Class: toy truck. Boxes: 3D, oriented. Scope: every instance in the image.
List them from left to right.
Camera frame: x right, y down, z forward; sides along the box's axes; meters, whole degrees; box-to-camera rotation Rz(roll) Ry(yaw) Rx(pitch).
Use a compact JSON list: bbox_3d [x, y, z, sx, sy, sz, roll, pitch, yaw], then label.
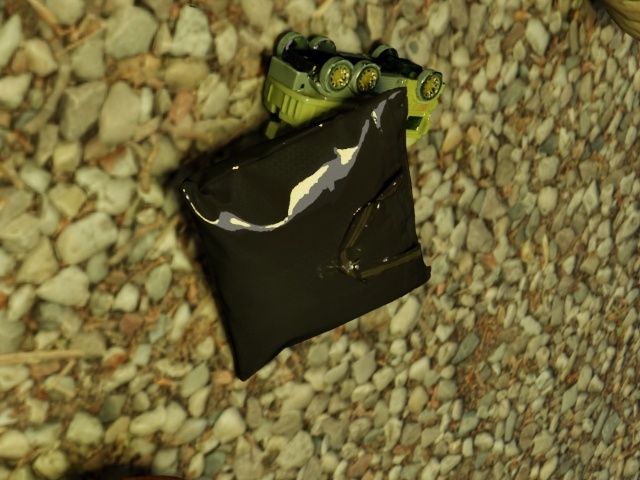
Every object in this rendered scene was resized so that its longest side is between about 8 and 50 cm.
[{"bbox_3d":[0.024,-0.119,0.951,0.169,0.077,0.100,-2,119,-44],"label":"toy truck"}]

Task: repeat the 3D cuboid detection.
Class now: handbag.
[{"bbox_3d":[0.000,0.000,0.943,0.211,0.089,0.254,-27,138,-14],"label":"handbag"}]

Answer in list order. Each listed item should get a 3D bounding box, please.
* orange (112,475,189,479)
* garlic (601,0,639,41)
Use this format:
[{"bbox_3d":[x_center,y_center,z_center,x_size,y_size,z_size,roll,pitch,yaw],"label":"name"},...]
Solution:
[{"bbox_3d":[-0.146,0.317,0.870,0.261,0.261,0.261,-20,121,-37],"label":"orange"},{"bbox_3d":[0.382,-0.344,1.065,0.317,0.259,0.317,-25,126,-40],"label":"garlic"}]
